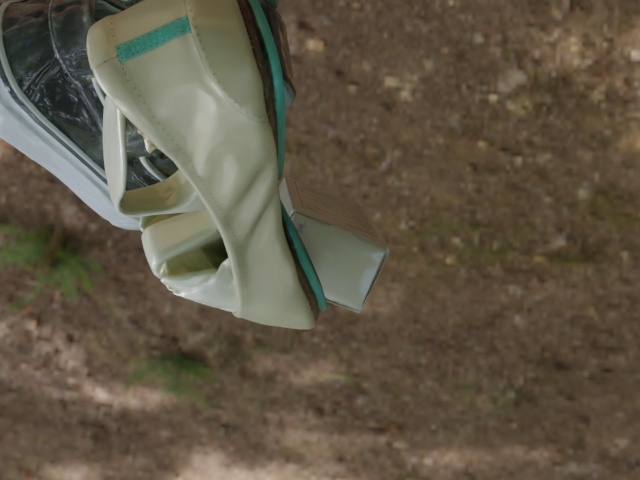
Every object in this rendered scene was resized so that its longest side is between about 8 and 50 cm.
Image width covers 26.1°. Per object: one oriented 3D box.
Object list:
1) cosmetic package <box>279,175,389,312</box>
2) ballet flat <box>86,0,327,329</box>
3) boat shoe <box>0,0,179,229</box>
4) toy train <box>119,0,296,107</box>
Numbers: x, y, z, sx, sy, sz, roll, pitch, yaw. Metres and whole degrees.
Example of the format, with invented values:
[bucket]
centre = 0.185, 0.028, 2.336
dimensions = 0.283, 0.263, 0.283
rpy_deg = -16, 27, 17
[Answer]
[cosmetic package]
centre = 0.000, 0.000, 0.792
dimensions = 0.060, 0.041, 0.115
rpy_deg = 23, -170, -7
[ballet flat]
centre = -0.051, -0.021, 0.620
dimensions = 0.086, 0.086, 0.248
rpy_deg = 3, 149, 9
[boat shoe]
centre = -0.127, -0.085, 1.008
dimensions = 0.119, 0.121, 0.335
rpy_deg = -10, 166, 19
[toy train]
centre = -0.140, -0.266, 1.510
dimensions = 0.190, 0.334, 0.142
rpy_deg = -12, 163, 7
